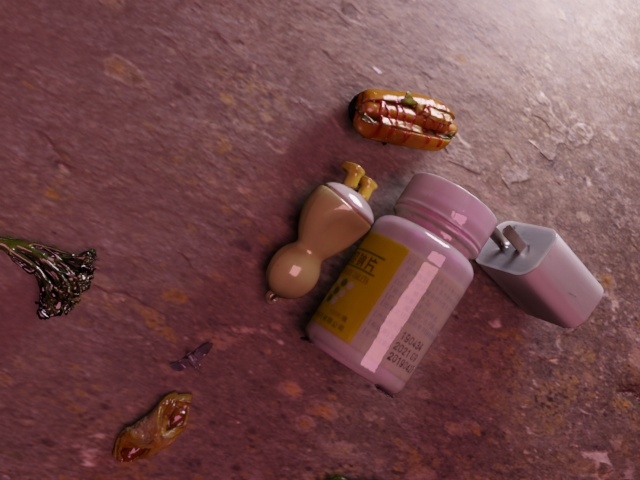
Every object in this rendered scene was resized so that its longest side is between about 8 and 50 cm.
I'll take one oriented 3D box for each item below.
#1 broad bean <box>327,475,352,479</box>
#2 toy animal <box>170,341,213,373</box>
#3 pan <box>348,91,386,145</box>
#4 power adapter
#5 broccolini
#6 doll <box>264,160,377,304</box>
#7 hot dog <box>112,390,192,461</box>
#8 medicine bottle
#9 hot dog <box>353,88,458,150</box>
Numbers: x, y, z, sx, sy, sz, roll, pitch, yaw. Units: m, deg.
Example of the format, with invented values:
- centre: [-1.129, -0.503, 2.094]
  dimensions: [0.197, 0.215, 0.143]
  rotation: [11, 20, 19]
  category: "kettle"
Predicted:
- centre: [0.101, 0.526, 1.343]
  dimensions: [0.256, 0.053, 0.052]
  rotation: [17, 130, -25]
  category: "broad bean"
- centre: [-0.223, 0.219, 1.157]
  dimensions: [0.084, 0.028, 0.050]
  rotation: [-27, 100, -17]
  category: "toy animal"
- centre: [0.091, -0.227, 1.225]
  dimensions: [0.068, 0.023, 0.115]
  rotation: [-43, 118, -15]
  category: "pan"
- centre: [0.431, 0.050, 1.334]
  dimensions: [0.255, 0.187, 0.124]
  rotation: [42, 80, -25]
  category: "power adapter"
- centre: [-0.486, 0.054, 0.994]
  dimensions: [0.271, 0.062, 0.123]
  rotation: [11, 79, -31]
  category: "broccolini"
- centre: [-0.008, -0.006, 1.177]
  dimensions: [0.296, 0.117, 0.141]
  rotation: [-46, 145, 1]
  category: "doll"
- centre: [-0.285, 0.333, 1.131]
  dimensions: [0.169, 0.061, 0.078]
  rotation: [-40, 114, -13]
  category: "hot dog"
- centre: [0.151, 0.080, 1.200]
  dimensions: [0.213, 0.213, 0.379]
  rotation: [37, 83, -25]
  category: "medicine bottle"
- centre: [0.172, -0.227, 1.219]
  dimensions: [0.250, 0.076, 0.104]
  rotation: [7, 94, -33]
  category: "hot dog"
